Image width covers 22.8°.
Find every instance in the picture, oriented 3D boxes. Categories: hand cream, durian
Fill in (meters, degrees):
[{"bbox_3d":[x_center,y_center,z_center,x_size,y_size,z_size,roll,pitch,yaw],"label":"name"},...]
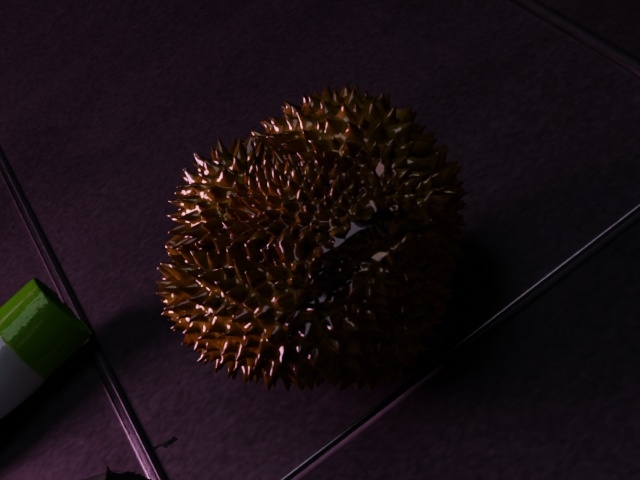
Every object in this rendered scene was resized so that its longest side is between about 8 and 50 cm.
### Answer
[{"bbox_3d":[-0.249,0.133,0.924,0.275,0.050,0.079,-44,7,-3],"label":"hand cream"},{"bbox_3d":[0.000,0.000,0.774,0.168,0.137,0.158,10,74,60],"label":"durian"}]

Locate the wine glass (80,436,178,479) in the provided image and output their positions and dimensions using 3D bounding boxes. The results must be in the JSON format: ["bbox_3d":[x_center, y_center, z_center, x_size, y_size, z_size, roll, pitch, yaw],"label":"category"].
[{"bbox_3d":[-0.162,0.227,0.573,0.357,0.190,0.190,-28,32,11],"label":"wine glass"}]
